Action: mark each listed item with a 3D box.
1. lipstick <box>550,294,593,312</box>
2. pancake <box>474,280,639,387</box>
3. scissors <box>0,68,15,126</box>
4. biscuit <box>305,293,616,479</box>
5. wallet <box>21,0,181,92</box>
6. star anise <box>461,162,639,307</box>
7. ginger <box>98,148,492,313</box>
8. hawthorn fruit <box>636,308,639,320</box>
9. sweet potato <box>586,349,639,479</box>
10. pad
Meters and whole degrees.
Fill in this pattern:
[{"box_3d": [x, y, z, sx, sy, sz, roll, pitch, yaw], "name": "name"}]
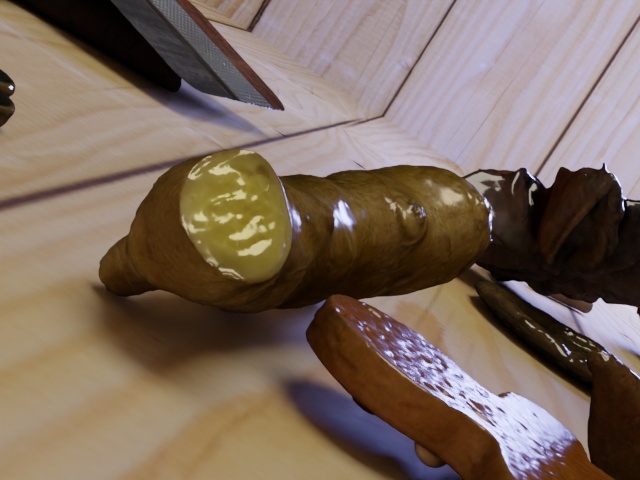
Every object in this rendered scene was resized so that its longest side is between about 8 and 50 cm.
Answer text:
[{"box_3d": [0.269, 0.060, 1.396, 0.094, 0.019, 0.019, 24, 12, -41], "name": "lipstick"}, {"box_3d": [0.206, 0.090, 1.016, 0.199, 0.021, 0.199, 33, 8, -5], "name": "pancake"}, {"box_3d": [-0.247, -0.117, 0.601, 0.220, 0.017, 0.088, 29, 13, -22], "name": "scissors"}, {"box_3d": [0.095, 0.108, 0.504, 0.250, 0.036, 0.165, 36, 8, 2], "name": "biscuit"}, {"box_3d": [-0.221, -0.220, 1.150, 0.229, 0.049, 0.182, 28, 13, -17], "name": "wallet"}, {"box_3d": [0.233, -0.004, 1.171, 0.350, 0.108, 0.292, 22, -8, -35], "name": "star anise"}, {"box_3d": [-0.001, -0.003, 0.559, 0.065, 0.118, 0.299, 69, 18, 9], "name": "ginger"}, {"box_3d": [0.437, 0.085, 1.363, 0.202, 0.185, 0.185, 17, 10, -2], "name": "hawthorn fruit"}, {"box_3d": [0.208, 0.136, 0.639, 0.281, 0.067, 0.059, 26, 39, -34], "name": "sweet potato"}, {"box_3d": [-0.050, -0.144, 1.124, 0.323, 0.055, 0.250, 30, 10, 14], "name": "pad"}]
